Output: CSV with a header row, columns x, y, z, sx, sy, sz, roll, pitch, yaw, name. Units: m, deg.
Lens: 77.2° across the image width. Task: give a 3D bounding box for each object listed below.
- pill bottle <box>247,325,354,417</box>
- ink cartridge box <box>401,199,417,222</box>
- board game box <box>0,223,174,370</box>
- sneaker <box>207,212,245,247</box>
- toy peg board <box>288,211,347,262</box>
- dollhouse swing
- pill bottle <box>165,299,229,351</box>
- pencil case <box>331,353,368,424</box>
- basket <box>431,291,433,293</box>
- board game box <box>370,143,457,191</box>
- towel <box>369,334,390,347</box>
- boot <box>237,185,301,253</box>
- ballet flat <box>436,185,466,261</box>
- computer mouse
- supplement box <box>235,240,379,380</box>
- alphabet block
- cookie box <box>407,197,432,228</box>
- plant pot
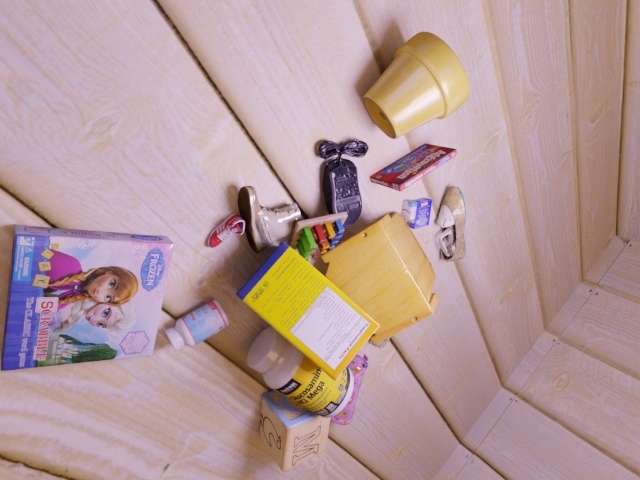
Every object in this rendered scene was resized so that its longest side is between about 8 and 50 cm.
x,y,z,sx,sy,sz,roll,pitch,yaw,name
-0.065,0.423,1.309,0.334,0.188,0.188,38,84,-22,pill bottle
0.336,-0.109,1.528,0.028,0.048,0.083,-12,116,-34,ink cartridge box
-0.539,0.135,0.945,0.318,0.066,0.319,4,107,-39,board game box
-0.255,-0.020,1.096,0.118,0.067,0.042,-50,131,-9,sneaker
0.000,0.000,1.223,0.160,0.079,0.161,-13,157,-21,toy peg board
0.222,0.105,1.428,0.315,0.305,0.347,-31,94,12,dollhouse swing
-0.346,0.241,1.129,0.160,0.087,0.087,-28,124,-26,pill bottle
0.109,0.593,1.619,0.124,0.124,0.284,6,104,-39,pencil case
0.394,0.209,1.679,0.113,0.103,0.167,-41,128,-17,basket
0.323,-0.259,1.387,0.281,0.145,0.027,-33,127,-23,board game box
0.276,0.387,1.718,0.110,0.027,0.148,29,91,-43,towel
-0.141,-0.082,1.150,0.165,0.077,0.213,-26,131,-26,boot
0.543,-0.054,1.679,0.123,0.123,0.349,-31,126,-24,ballet flat
0.069,-0.180,1.283,0.188,0.072,0.272,-11,104,-32,computer mouse
-0.041,0.197,1.158,0.356,0.195,0.194,42,80,0,supplement box
-0.093,0.655,1.445,0.193,0.192,0.197,-7,112,-34,alphabet block
0.390,-0.108,1.576,0.092,0.040,0.107,-13,118,-33,cookie box
0.272,-0.443,1.214,0.239,0.254,0.254,-39,130,1,plant pot
